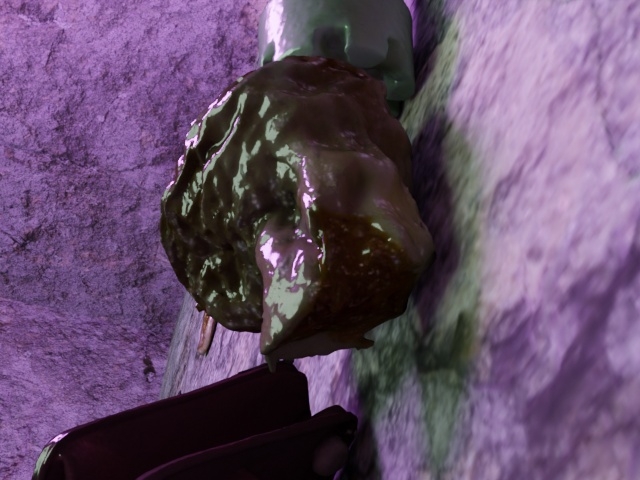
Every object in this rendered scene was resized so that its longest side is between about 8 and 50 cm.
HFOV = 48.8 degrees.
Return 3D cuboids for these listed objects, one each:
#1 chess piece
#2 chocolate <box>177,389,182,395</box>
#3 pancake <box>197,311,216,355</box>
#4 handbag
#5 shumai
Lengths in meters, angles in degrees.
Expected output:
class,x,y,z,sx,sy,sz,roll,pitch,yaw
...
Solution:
class,x,y,z,sx,sy,sz,roll,pitch,yaw
chess piece,0.009,-0.243,0.593,0.194,0.194,0.299,127,146,-60
chocolate,-0.246,0.409,1.220,0.329,0.065,0.102,-91,1,-55
pancake,-0.251,0.182,1.584,0.151,0.025,0.152,-166,90,-79
handbag,-0.080,0.193,0.433,0.074,0.203,0.216,30,112,36
shumai,0.000,0.000,0.452,0.175,0.166,0.206,48,140,44
